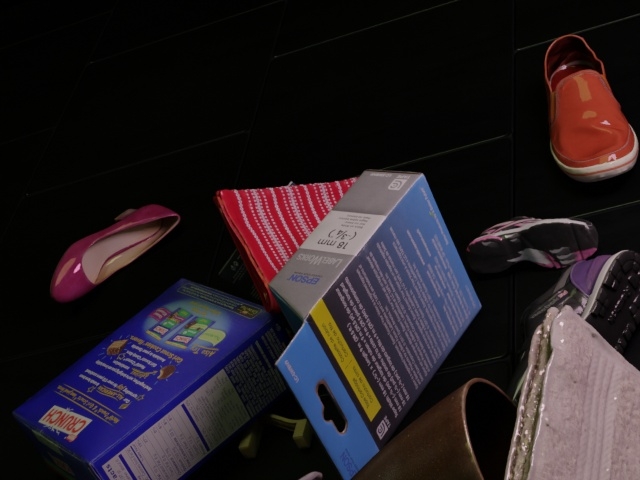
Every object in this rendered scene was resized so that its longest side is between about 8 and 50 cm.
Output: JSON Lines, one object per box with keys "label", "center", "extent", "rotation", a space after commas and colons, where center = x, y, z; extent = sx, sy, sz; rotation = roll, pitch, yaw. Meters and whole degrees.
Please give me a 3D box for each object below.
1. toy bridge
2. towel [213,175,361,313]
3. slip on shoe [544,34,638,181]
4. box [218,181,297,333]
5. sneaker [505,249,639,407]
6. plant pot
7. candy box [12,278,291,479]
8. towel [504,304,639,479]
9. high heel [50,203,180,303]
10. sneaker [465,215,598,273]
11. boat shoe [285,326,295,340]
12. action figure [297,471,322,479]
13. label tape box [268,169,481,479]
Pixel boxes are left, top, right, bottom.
{"label": "toy bridge", "center": [-0.090, 0.256, 1.728], "extent": [0.188, 0.026, 0.063], "rotation": [-14, 34, 23]}
{"label": "towel", "center": [0.000, 0.000, 1.797], "extent": [0.274, 0.031, 0.199], "rotation": [-7, 60, -38]}
{"label": "slip on shoe", "center": [0.387, -0.196, 1.939], "extent": [0.123, 0.101, 0.331], "rotation": [-17, 36, 13]}
{"label": "box", "center": [-0.031, 0.029, 1.843], "extent": [0.093, 0.158, 0.156], "rotation": [-53, -1, 44]}
{"label": "sneaker", "center": [0.288, 0.129, 1.591], "extent": [0.124, 0.107, 0.283], "rotation": [-8, 31, 52]}
{"label": "plant pot", "center": [0.115, 0.292, 1.397], "extent": [0.230, 0.215, 0.215], "rotation": [-30, 30, 23]}
{"label": "candy box", "center": [-0.219, 0.206, 1.770], "extent": [0.317, 0.122, 0.268], "rotation": [-37, 27, -23]}
{"label": "towel", "center": [0.286, 0.210, 1.383], "extent": [0.049, 0.187, 0.282], "rotation": [-35, 24, 40]}
{"label": "high heel", "center": [-0.340, 0.024, 2.184], "extent": [0.117, 0.082, 0.244], "rotation": [1, 32, 42]}
{"label": "sneaker", "center": [0.288, -0.009, 1.785], "extent": [0.178, 0.072, 0.077], "rotation": [-4, 29, 23]}
{"label": "boat shoe", "center": [-0.029, 0.099, 1.884], "extent": [0.049, 0.043, 0.137], "rotation": [-6, 38, 30]}
{"label": "action figure", "center": [-0.091, 0.438, 1.317], "extent": [0.341, 0.178, 0.330], "rotation": [-24, 59, 13]}
{"label": "label tape box", "center": [0.047, 0.107, 1.637], "extent": [0.106, 0.241, 0.334], "rotation": [8, 47, 42]}
